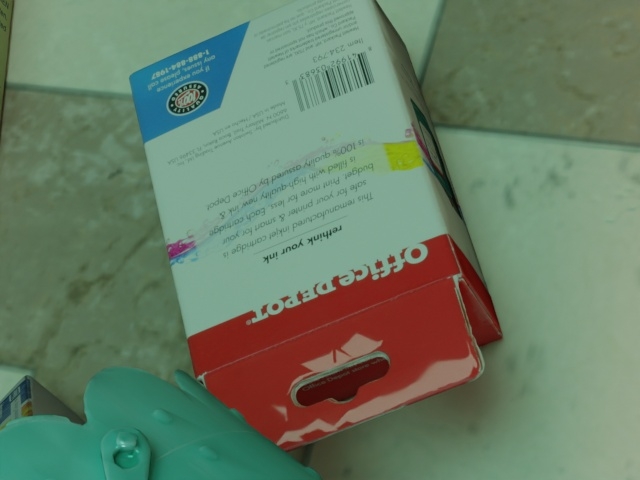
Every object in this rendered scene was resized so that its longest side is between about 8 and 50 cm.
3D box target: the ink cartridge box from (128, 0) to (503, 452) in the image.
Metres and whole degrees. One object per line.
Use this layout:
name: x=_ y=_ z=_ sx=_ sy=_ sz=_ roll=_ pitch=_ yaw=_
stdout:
ink cartridge box: x=0.000 y=0.000 z=0.858 sx=0.134 sy=0.078 sz=0.231 roll=-22 pitch=59 yaw=11

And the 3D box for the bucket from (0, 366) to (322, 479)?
bucket: x=-0.054 y=0.208 z=0.669 sx=0.183 sy=0.281 sz=0.281 roll=30 pitch=79 yaw=26

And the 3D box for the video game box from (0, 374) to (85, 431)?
video game box: x=-0.179 y=0.151 z=0.796 sx=0.048 sy=0.205 sz=0.187 roll=41 pitch=84 yaw=-8

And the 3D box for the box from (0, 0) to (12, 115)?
box: x=-0.300 y=-0.161 z=1.040 sx=0.213 sy=0.117 sz=0.243 roll=-9 pitch=62 yaw=18
